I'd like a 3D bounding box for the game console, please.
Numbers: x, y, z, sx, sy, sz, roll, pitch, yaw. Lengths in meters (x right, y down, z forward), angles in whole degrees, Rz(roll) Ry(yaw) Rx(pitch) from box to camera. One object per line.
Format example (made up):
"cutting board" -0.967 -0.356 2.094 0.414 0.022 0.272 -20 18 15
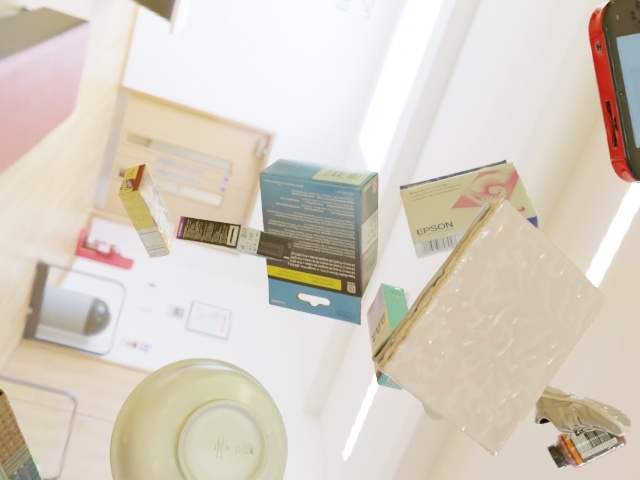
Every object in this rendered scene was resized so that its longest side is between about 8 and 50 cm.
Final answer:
"game console" 0.725 -0.332 1.602 0.060 0.342 0.387 0 -76 62

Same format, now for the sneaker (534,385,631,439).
"sneaker" 0.642 0.443 1.844 0.281 0.105 0.115 6 -103 66

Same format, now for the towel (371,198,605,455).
"towel" 0.281 0.145 1.204 0.332 0.317 0.053 -53 -152 -3

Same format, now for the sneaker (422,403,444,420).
"sneaker" 0.329 0.370 2.137 0.169 0.108 0.292 52 30 -69

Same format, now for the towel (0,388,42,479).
"towel" -0.609 0.435 1.161 0.370 0.040 0.271 -46 146 -43

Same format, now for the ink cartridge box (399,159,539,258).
"ink cartridge box" 0.387 -0.112 2.037 0.330 0.324 0.071 -97 171 -49

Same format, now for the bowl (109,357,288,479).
"bowl" -0.168 0.324 1.165 0.134 0.298 0.298 -32 -138 62

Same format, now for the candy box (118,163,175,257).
"candy box" -0.389 -0.066 1.693 0.109 0.053 0.187 -93 170 -51

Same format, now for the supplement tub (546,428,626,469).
"supplement tub" 0.726 0.555 2.055 0.198 0.106 0.106 -30 -158 11

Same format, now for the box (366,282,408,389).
"box" 0.156 0.206 1.648 0.244 0.060 0.100 -94 -157 -57

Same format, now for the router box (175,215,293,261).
"router box" -0.150 -0.002 1.341 0.179 0.133 0.046 18 82 -60

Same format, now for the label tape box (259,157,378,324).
"label tape box" 0.000 0.000 1.668 0.106 0.240 0.334 -46 140 -53
